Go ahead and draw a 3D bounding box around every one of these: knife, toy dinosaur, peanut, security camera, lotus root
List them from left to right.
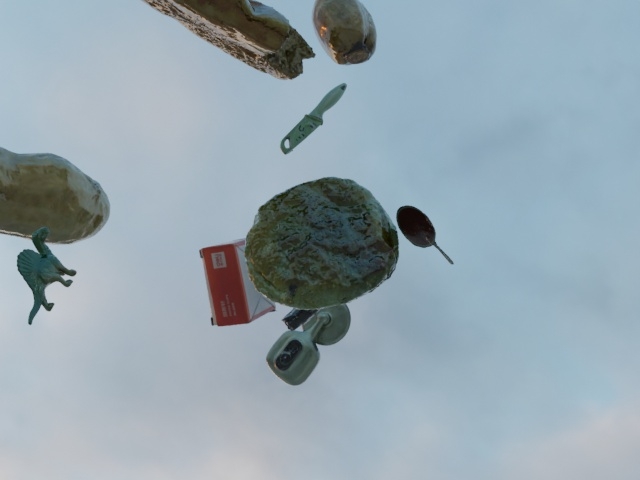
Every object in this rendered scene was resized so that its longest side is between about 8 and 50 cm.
[{"bbox_3d":[-0.579,-0.093,1.410,0.192,0.169,0.387,-24,-25,33],"label":"peanut"},{"bbox_3d":[-0.290,0.040,0.745,0.029,0.120,0.060,-29,-57,27],"label":"toy dinosaur"},{"bbox_3d":[-0.034,0.291,2.183,0.301,0.157,0.080,-51,-28,-6],"label":"security camera"},{"bbox_3d":[-0.008,-0.272,1.595,0.043,0.293,0.020,42,-40,-2],"label":"knife"},{"bbox_3d":[0.044,-0.442,1.475,0.118,0.221,0.125,-27,-33,9],"label":"lotus root"}]

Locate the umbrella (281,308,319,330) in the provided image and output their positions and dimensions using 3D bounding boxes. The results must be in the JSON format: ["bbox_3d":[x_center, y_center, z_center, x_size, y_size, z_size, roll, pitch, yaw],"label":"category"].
[{"bbox_3d":[0.004,0.148,1.876,0.235,0.066,0.059,-37,-87,-10],"label":"umbrella"}]

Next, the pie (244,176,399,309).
[{"bbox_3d":[0.000,0.000,1.269,0.277,0.277,0.078,0,-38,2],"label":"pie"}]

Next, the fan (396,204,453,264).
[{"bbox_3d":[0.179,-0.007,1.236,0.133,0.005,0.085,45,-32,11],"label":"fan"}]

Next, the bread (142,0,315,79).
[{"bbox_3d":[-0.170,-0.414,1.299,0.380,0.109,0.185,27,-6,-26],"label":"bread"}]

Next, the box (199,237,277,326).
[{"bbox_3d":[-0.182,0.090,1.595,0.099,0.133,0.182,-9,-84,26],"label":"box"}]
